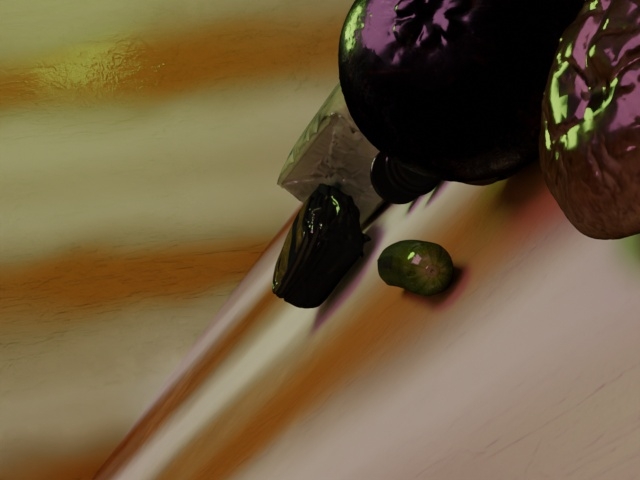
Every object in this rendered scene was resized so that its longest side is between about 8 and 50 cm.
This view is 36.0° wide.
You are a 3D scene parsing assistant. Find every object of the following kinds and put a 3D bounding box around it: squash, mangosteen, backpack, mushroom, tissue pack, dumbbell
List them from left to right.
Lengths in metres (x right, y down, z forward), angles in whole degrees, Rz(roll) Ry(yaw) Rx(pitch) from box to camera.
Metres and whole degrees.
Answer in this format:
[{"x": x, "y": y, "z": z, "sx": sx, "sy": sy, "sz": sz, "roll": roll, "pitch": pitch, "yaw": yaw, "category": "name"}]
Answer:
[{"x": 0.000, "y": 0.000, "z": 1.759, "sx": 0.206, "sy": 0.133, "sz": 0.258, "roll": -57, "pitch": 16, "yaw": 27, "category": "backpack"}, {"x": 0.114, "y": -0.240, "z": 1.927, "sx": 0.380, "sy": 0.207, "sz": 0.297, "roll": -57, "pitch": 7, "yaw": -34, "category": "tissue pack"}, {"x": 0.138, "y": -0.113, "z": 1.598, "sx": 0.099, "sy": 0.099, "sz": 0.208, "roll": -55, "pitch": 8, "yaw": -15, "category": "dumbbell"}, {"x": 0.113, "y": 0.032, "z": 1.211, "sx": 0.066, "sy": 0.066, "sz": 0.229, "roll": -54, "pitch": 6, "yaw": -5, "category": "squash"}, {"x": 0.179, "y": -0.203, "z": 1.155, "sx": 0.300, "sy": 0.300, "sz": 0.300, "roll": -52, "pitch": 7, "yaw": 9, "category": "mangosteen"}, {"x": 0.256, "y": -0.126, "z": 0.723, "sx": 0.278, "sy": 0.146, "sz": 0.278, "roll": -56, "pitch": 11, "yaw": 17, "category": "mushroom"}]
